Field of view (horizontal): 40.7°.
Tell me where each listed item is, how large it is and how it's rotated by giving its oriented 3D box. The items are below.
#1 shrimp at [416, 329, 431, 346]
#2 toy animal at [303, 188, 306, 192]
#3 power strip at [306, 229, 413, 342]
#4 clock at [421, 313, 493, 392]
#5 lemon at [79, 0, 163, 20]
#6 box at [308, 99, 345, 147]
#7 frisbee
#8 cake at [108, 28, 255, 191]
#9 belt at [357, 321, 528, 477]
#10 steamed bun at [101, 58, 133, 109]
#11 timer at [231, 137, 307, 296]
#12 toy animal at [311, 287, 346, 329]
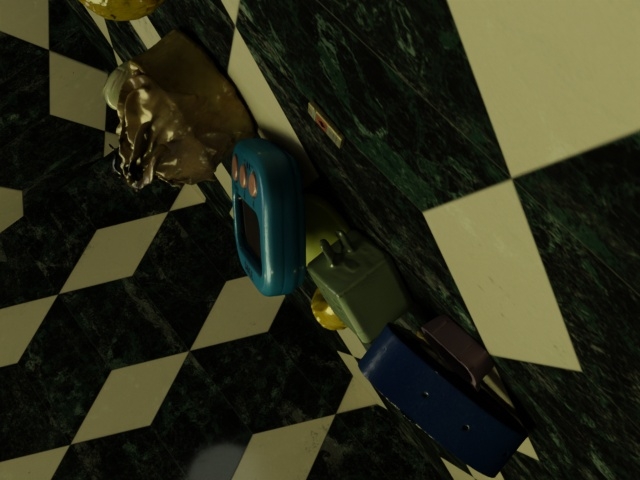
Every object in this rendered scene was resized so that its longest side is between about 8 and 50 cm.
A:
[{"bbox_3d":[0.277,0.289,1.878,0.217,0.051,0.150,56,176,23],"label":"shrimp"},{"bbox_3d":[-0.029,-0.054,1.986,0.159,0.070,0.083,61,158,-12],"label":"toy animal"},{"bbox_3d":[0.071,0.073,1.753,0.140,0.139,0.224,43,167,48],"label":"power strip"},{"bbox_3d":[0.262,0.211,1.625,0.153,0.050,0.110,43,167,44],"label":"clock"},{"bbox_3d":[-0.362,-0.493,1.531,0.231,0.192,0.192,41,168,18],"label":"lemon"},{"bbox_3d":[0.009,-0.193,1.432,0.083,0.012,0.046,49,172,8],"label":"box"},{"bbox_3d":[0.000,0.000,1.913,0.236,0.017,0.236,33,141,32],"label":"frisbee"},{"bbox_3d":[-0.355,-0.267,1.967,0.332,0.321,0.332,48,169,12],"label":"cake"},{"bbox_3d":[0.239,0.307,1.700,0.347,0.117,0.212,38,-171,20],"label":"belt"},{"bbox_3d":[-0.428,-0.398,2.180,0.170,0.239,0.152,-150,63,-72],"label":"steamed bun"},{"bbox_3d":[-0.113,-0.055,1.858,0.340,0.115,0.309,-137,44,-66],"label":"timer"},{"bbox_3d":[0.046,0.147,2.150,0.156,0.156,0.230,49,168,17],"label":"toy animal"}]
